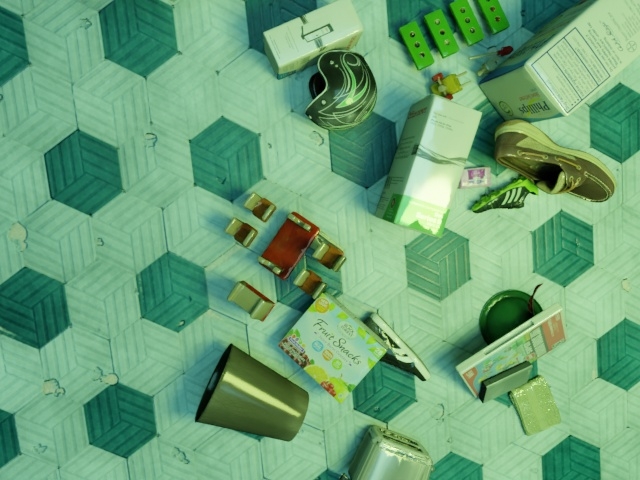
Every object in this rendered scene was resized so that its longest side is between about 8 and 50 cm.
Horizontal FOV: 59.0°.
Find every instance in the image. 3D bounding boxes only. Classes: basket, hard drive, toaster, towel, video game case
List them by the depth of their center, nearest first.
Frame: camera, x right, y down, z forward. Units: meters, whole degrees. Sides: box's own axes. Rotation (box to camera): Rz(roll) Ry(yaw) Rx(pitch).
[{"bbox_3d":[-0.156,0.385,1.363,0.227,0.154,0.204,27,95,-12],"label":"basket"},{"bbox_3d":[0.479,0.278,1.399,0.285,0.025,0.204,-34,141,4],"label":"video game case"},{"bbox_3d":[0.173,0.569,1.429,0.227,0.129,0.146,23,90,-6],"label":"toaster"},{"bbox_3d":[0.472,0.362,1.444,0.135,0.022,0.094,-22,140,-11],"label":"hard drive"},{"bbox_3d":[0.572,0.440,1.501,0.110,0.027,0.148,-25,99,-3],"label":"towel"}]

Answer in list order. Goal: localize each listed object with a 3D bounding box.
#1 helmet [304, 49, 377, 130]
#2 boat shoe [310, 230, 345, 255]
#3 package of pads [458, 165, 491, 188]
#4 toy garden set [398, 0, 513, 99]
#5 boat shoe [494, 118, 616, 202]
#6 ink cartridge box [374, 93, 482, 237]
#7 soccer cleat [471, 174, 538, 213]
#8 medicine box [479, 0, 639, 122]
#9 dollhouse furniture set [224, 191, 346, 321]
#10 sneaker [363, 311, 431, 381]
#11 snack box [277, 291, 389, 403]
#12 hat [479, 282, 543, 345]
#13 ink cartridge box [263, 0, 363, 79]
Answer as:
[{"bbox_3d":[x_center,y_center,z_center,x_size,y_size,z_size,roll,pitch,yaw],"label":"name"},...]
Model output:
[{"bbox_3d":[0.045,-0.331,1.287,0.170,0.169,0.161,-5,83,-5],"label":"helmet"},{"bbox_3d":[0.000,0.000,1.382,0.137,0.049,0.043,40,53,1],"label":"boat shoe"},{"bbox_3d":[0.379,-0.156,1.405,0.083,0.032,0.050,-6,99,-5],"label":"package of pads"},{"bbox_3d":[0.335,-0.459,1.351,0.244,0.049,0.203,-26,91,-4],"label":"toy garden set"},{"bbox_3d":[0.556,-0.158,1.348,0.342,0.123,0.123,27,62,-17],"label":"boat shoe"},{"bbox_3d":[0.240,-0.167,1.299,0.122,0.211,0.289,17,95,-7],"label":"ink cartridge box"},{"bbox_3d":[0.463,-0.102,1.408,0.179,0.060,0.072,-28,100,-5],"label":"soccer cleat"},{"bbox_3d":[0.551,-0.409,1.274,0.289,0.263,0.149,-40,98,0],"label":"medicine box"},{"bbox_3d":[-0.105,0.056,1.332,0.262,0.135,0.259,35,89,9],"label":"dollhouse furniture set"},{"bbox_3d":[0.166,0.295,1.423,0.121,0.079,0.217,-43,91,4],"label":"sneaker"},{"bbox_3d":[0.032,0.254,1.366,0.207,0.070,0.174,42,97,10],"label":"snack box"},{"bbox_3d":[0.501,0.217,1.386,0.173,0.183,0.208,-42,99,1],"label":"hat"},{"bbox_3d":[-0.020,-0.450,1.271,0.203,0.148,0.085,-25,96,-3],"label":"ink cartridge box"}]
